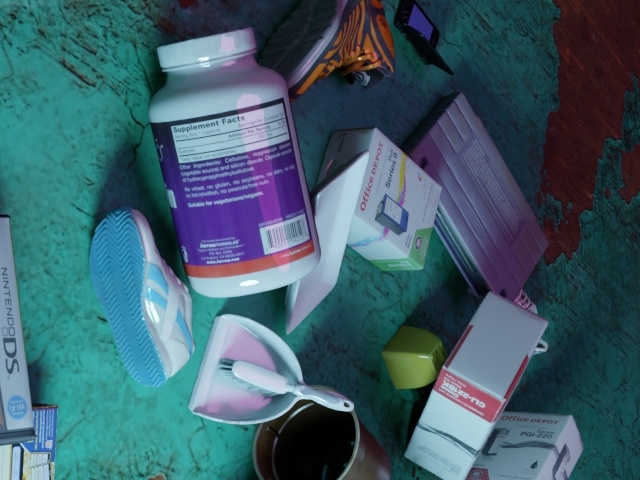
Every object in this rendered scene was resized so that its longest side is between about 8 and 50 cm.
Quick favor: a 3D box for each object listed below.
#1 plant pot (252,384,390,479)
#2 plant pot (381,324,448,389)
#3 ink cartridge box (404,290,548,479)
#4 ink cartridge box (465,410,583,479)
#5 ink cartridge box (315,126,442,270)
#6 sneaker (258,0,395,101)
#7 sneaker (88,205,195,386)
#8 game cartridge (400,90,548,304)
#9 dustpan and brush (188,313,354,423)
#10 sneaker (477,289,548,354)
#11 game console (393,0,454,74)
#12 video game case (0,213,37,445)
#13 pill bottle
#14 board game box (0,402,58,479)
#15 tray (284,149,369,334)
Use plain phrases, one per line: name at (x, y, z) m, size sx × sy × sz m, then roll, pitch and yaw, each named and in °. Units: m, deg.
plant pot at (0.013, 0.316, 1.546) m, size 0.165 × 0.167 × 0.167 m, roll 47°, pitch 53°, yaw -51°
plant pot at (0.167, 0.197, 1.796) m, size 0.081 × 0.083 × 0.081 m, roll -47°, pitch 124°, yaw -43°
ink cartridge box at (0.255, 0.250, 1.777) m, size 0.197 × 0.114 × 0.273 m, roll -50°, pitch 162°, yaw -40°
ink cartridge box at (0.371, 0.418, 1.985) m, size 0.218 × 0.158 × 0.092 m, roll -44°, pitch 121°, yaw -44°
ink cartridge box at (0.091, -0.063, 1.705) m, size 0.212 × 0.093 × 0.154 m, roll 36°, pitch 61°, yaw -43°
sneaker at (0.031, -0.278, 1.610) m, size 0.180 × 0.124 × 0.321 m, roll 56°, pitch 48°, yaw -33°
sneaker at (-0.216, 0.061, 1.323) m, size 0.092 × 0.087 × 0.228 m, roll -40°, pitch 126°, yaw -53°
game cartridge at (0.277, -0.067, 1.933) m, size 0.355 × 0.068 × 0.230 m, roll 57°, pitch 43°, yaw -19°
dustpan and brush at (-0.057, 0.196, 1.455) m, size 0.211 × 0.060 × 0.147 m, roll 23°, pitch 68°, yaw -20°
sneaker at (0.361, 0.117, 2.039) m, size 0.090 × 0.095 × 0.235 m, roll -46°, pitch 121°, yaw -40°
game console at (0.189, -0.359, 1.858) m, size 0.122 × 0.071 × 0.107 m, roll 42°, pitch 57°, yaw -43°
video game case at (-0.414, 0.089, 1.056) m, size 0.275 × 0.035 × 0.248 m, roll 4°, pitch 73°, yaw -52°
pill bottle at (-0.114, -0.101, 1.372) m, size 0.181 × 0.181 × 0.323 m, roll -25°, pitch 108°, yaw -50°
board game box at (-0.372, 0.251, 1.137) m, size 0.193 × 0.045 × 0.147 m, roll 8°, pitch 82°, yaw -51°
tray at (0.000, 0.000, 1.541) m, size 0.145 × 0.030 × 0.270 m, roll -42°, pitch 154°, yaw -45°
